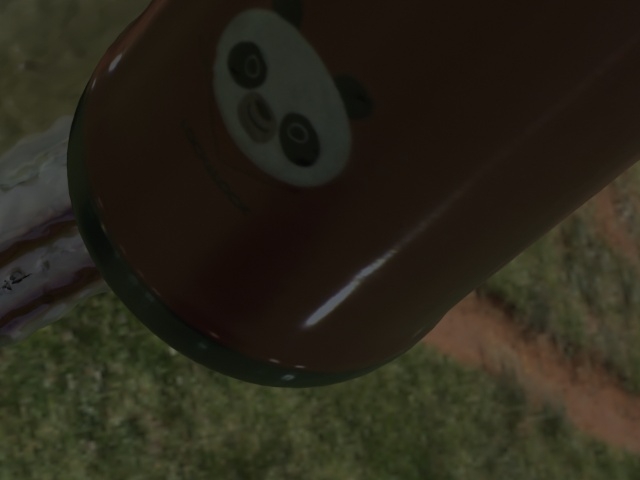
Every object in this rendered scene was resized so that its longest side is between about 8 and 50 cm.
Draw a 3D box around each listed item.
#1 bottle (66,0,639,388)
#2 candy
[{"bbox_3d":[0.057,-0.083,0.388,0.144,0.336,0.144,16,56,-25],"label":"bottle"},{"bbox_3d":[-0.112,-0.091,0.866,0.179,0.320,0.135,52,-17,38],"label":"candy"}]
